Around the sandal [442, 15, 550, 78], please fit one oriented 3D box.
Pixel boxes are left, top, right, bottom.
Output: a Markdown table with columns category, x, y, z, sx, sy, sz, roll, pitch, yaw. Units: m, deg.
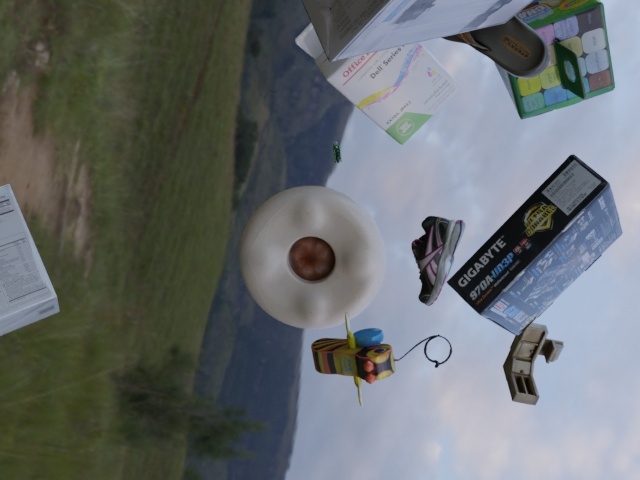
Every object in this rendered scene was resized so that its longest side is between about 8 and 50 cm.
| category | x | y | z | sx | sy | sz | roll | pitch | yaw |
| --- | --- | --- | --- | --- | --- | --- | --- | --- | --- |
| sandal | 0.228 | -0.306 | 1.108 | 0.090 | 0.219 | 0.060 | -55 | 171 | 17 |

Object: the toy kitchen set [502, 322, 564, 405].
| category | x | y | z | sx | sy | sz | roll | pitch | yaw |
| --- | --- | --- | --- | --- | --- | --- | --- | --- | --- |
| toy kitchen set | 0.298 | 0.168 | 1.045 | 0.075 | 0.068 | 0.083 | -87 | -170 | -58 |

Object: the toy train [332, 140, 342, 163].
| category | x | y | z | sx | sy | sz | roll | pitch | yaw |
| --- | --- | --- | --- | --- | --- | --- | --- | --- | --- |
| toy train | 0.036 | -0.193 | 1.692 | 0.083 | 0.017 | 0.024 | 76 | 4 | -72 |

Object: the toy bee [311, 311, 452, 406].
| category | x | y | z | sx | sy | sz | roll | pitch | yaw |
| --- | --- | --- | --- | --- | --- | --- | --- | --- | --- |
| toy bee | 0.094 | 0.240 | 1.617 | 0.298 | 0.195 | 0.162 | -29 | 178 | 29 |

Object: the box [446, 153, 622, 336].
| category | x | y | z | sx | sy | sz | roll | pitch | yaw |
| --- | --- | --- | --- | --- | --- | --- | --- | --- | --- |
| box | 0.239 | 0.016 | 0.831 | 0.175 | 0.220 | 0.051 | -47 | -116 | 8 |

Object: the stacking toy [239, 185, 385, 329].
| category | x | y | z | sx | sy | sz | roll | pitch | yaw |
| --- | --- | --- | --- | --- | --- | --- | --- | --- | --- |
| stacking toy | 0.000 | 0.000 | 2.025 | 0.480 | 0.350 | 0.351 | -65 | 173 | -76 |

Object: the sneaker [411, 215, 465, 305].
| category | x | y | z | sx | sy | sz | roll | pitch | yaw |
| --- | --- | --- | --- | --- | --- | --- | --- | --- | --- |
| sneaker | 0.192 | 0.027 | 1.341 | 0.072 | 0.077 | 0.178 | -49 | 156 | -55 |

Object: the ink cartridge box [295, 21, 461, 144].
| category | x | y | z | sx | sy | sz | roll | pitch | yaw |
| --- | --- | --- | --- | --- | --- | --- | --- | --- | --- |
| ink cartridge box | 0.135 | -0.409 | 1.807 | 0.207 | 0.353 | 0.119 | -44 | -144 | 16 |

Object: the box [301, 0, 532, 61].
| category | x | y | z | sx | sy | sz | roll | pitch | yaw |
| --- | --- | --- | --- | --- | --- | --- | --- | --- | --- |
| box | 0.143 | -0.296 | 0.851 | 0.169 | 0.290 | 0.087 | -32 | -100 | 56 |

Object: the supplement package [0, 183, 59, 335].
| category | x | y | z | sx | sy | sz | roll | pitch | yaw |
| --- | --- | --- | --- | --- | --- | --- | --- | --- | --- |
| supplement package | -0.703 | 0.057 | 1.652 | 0.263 | 0.198 | 0.199 | 65 | -21 | 7 |

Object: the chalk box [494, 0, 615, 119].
| category | x | y | z | sx | sy | sz | roll | pitch | yaw |
| --- | --- | --- | --- | --- | --- | --- | --- | --- | --- |
| chalk box | 0.411 | -0.351 | 1.400 | 0.289 | 0.179 | 0.180 | -91 | 161 | -52 |
